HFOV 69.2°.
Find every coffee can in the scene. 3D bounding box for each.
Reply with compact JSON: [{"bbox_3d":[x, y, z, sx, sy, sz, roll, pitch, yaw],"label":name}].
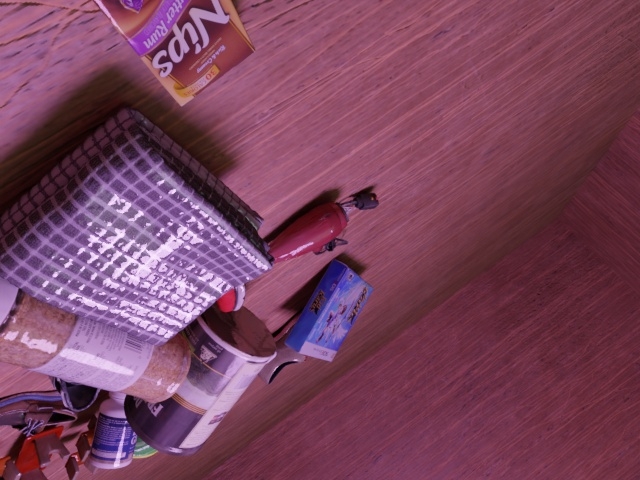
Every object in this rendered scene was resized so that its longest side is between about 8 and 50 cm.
[{"bbox_3d":[-0.254,0.280,0.992,0.275,0.201,0.201,-53,154,9],"label":"coffee can"}]

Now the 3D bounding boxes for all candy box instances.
[{"bbox_3d":[-0.148,-0.229,0.449,0.109,0.053,0.187,-38,158,-1],"label":"candy box"}]

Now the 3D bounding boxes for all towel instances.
[{"bbox_3d":[-0.220,0.006,0.604,0.235,0.121,0.283,-41,135,4],"label":"towel"}]

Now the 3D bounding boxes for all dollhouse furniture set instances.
[{"bbox_3d":[-0.665,0.524,1.060,0.262,0.135,0.259,2,124,-56],"label":"dollhouse furniture set"}]

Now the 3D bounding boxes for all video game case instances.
[{"bbox_3d":[0.036,0.213,1.355,0.270,0.061,0.244,-59,151,-5],"label":"video game case"}]

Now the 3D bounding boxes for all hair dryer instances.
[{"bbox_3d":[0.000,0.000,1.038,0.293,0.080,0.224,-13,147,-43],"label":"hair dryer"}]

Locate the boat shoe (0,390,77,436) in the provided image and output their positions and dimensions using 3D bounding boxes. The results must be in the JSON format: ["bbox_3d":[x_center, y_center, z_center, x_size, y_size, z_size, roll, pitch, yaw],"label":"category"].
[{"bbox_3d":[-0.553,0.336,0.897,0.066,0.066,0.183,-45,155,18],"label":"boat shoe"}]

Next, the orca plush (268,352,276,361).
[{"bbox_3d":[-0.257,0.309,1.224,0.102,0.151,0.287,-16,180,44],"label":"orca plush"}]

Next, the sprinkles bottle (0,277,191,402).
[{"bbox_3d":[-0.340,0.134,0.648,0.121,0.121,0.355,-39,140,4],"label":"sprinkles bottle"}]

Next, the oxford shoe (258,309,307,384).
[{"bbox_3d":[-0.060,0.317,1.467,0.348,0.130,0.123,-37,156,0],"label":"oxford shoe"}]

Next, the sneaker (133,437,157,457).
[{"bbox_3d":[-0.456,0.535,1.385,0.295,0.109,0.124,-19,128,-33],"label":"sneaker"}]

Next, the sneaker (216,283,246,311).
[{"bbox_3d":[-0.210,0.043,0.821,0.118,0.107,0.279,-24,143,-16],"label":"sneaker"}]

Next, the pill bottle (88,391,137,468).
[{"bbox_3d":[-0.459,0.415,1.055,0.094,0.094,0.170,20,79,-63],"label":"pill bottle"}]

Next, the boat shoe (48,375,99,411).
[{"bbox_3d":[-0.409,0.199,0.799,0.113,0.105,0.306,-10,144,-47],"label":"boat shoe"}]
